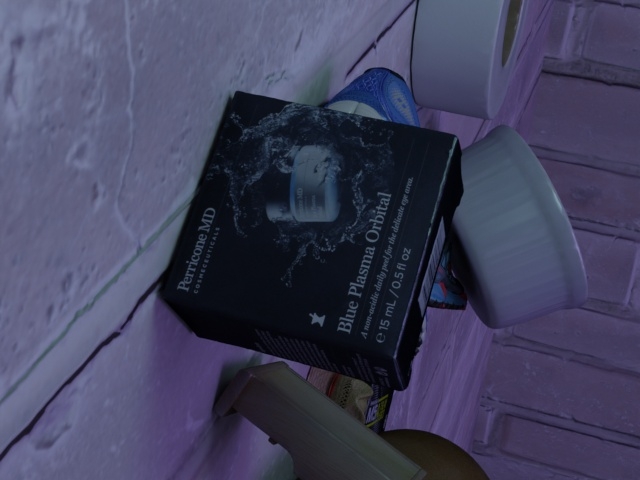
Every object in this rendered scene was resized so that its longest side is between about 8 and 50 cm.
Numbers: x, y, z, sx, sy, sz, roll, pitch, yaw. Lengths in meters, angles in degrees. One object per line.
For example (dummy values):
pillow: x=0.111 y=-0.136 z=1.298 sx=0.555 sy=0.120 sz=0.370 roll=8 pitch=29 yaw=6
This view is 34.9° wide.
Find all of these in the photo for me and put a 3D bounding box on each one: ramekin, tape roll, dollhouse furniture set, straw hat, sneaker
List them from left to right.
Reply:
dollhouse furniture set: x=-0.053 y=0.245 z=0.838 sx=0.242 sy=0.161 sz=0.212 roll=-55 pitch=166 yaw=6
straw hat: x=0.026 y=0.177 z=1.129 sx=0.144 sy=0.061 sz=0.144 roll=14 pitch=90 yaw=-75
sneaker: x=0.058 y=-0.014 z=0.952 sx=0.330 sy=0.130 sz=0.147 roll=89 pitch=23 yaw=-43
sneaker: x=0.155 y=0.030 z=1.402 sx=0.262 sy=0.104 sz=0.125 roll=18 pitch=83 yaw=-75
tape roll: x=0.200 y=-0.300 z=1.285 sx=0.286 sy=0.100 sz=0.286 roll=13 pitch=90 yaw=-75
ramekin: x=0.248 y=-0.010 z=1.424 sx=0.277 sy=0.135 sz=0.277 roll=157 pitch=-90 yaw=-89

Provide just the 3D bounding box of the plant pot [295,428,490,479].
plant pot: x=0.041 y=0.317 z=1.060 sx=0.254 sy=0.237 sz=0.237 roll=18 pitch=85 yaw=-60

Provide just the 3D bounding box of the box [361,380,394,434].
box: x=0.058 y=0.217 z=1.316 sx=0.191 sy=0.045 sz=0.184 roll=16 pitch=90 yaw=-76

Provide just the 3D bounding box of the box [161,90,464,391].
box: x=0.000 y=0.000 z=0.684 sx=0.093 sy=0.158 sz=0.156 roll=66 pitch=39 yaw=-68
